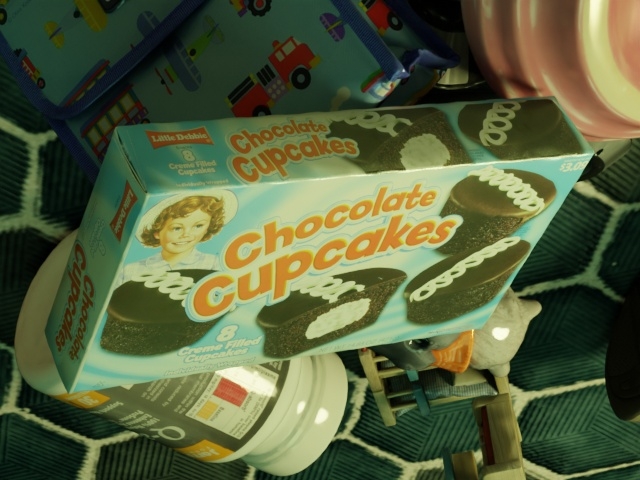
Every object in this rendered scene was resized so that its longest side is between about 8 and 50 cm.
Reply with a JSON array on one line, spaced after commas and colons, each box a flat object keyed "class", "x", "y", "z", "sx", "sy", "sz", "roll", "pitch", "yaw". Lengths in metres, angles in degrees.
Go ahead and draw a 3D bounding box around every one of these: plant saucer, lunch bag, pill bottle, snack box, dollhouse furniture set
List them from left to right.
[{"class": "lunch bag", "x": -0.092, "y": -0.154, "z": 1.075, "sx": 0.221, "sy": 0.293, "sz": 0.138, "roll": -43, "pitch": 172, "yaw": 21}, {"class": "pill bottle", "x": -0.119, "y": 0.105, "z": 1.417, "sx": 0.278, "sy": 0.162, "sz": 0.162, "roll": 30, "pitch": 128, "yaw": -34}, {"class": "snack box", "x": 0.000, "y": 0.000, "z": 1.008, "sx": 0.321, "sy": 0.060, "sz": 0.187, "roll": -7, "pitch": 142, "yaw": -31}, {"class": "dollhouse furniture set", "x": 0.113, "y": 0.151, "z": 1.480, "sx": 0.129, "sy": 0.184, "sz": 0.129, "roll": -12, "pitch": 139, "yaw": 8}, {"class": "plant saucer", "x": 0.250, "y": -0.203, "z": 1.053, "sx": 0.332, "sy": 0.084, "sz": 0.332, "roll": -20, "pitch": 132, "yaw": -23}]

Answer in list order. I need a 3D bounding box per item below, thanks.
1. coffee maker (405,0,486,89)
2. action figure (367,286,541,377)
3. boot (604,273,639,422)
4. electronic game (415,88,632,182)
[{"class": "coffee maker", "x": 0.136, "y": -0.205, "z": 1.116, "sx": 0.171, "sy": 0.120, "sz": 0.178, "roll": -4, "pitch": 140, "yaw": -3}, {"class": "action figure", "x": 0.012, "y": 0.034, "z": 1.289, "sx": 0.330, "sy": 0.179, "sz": 0.341, "roll": 18, "pitch": 163, "yaw": 4}, {"class": "boot", "x": 0.460, "y": 0.058, "z": 1.458, "sx": 0.284, "sy": 0.138, "sz": 0.377, "roll": 13, "pitch": 131, "yaw": -21}, {"class": "electronic game", "x": 0.130, "y": -0.081, "z": 1.253, "sx": 0.229, "sy": 0.048, "sz": 0.229, "roll": 2, "pitch": 170, "yaw": 0}]
